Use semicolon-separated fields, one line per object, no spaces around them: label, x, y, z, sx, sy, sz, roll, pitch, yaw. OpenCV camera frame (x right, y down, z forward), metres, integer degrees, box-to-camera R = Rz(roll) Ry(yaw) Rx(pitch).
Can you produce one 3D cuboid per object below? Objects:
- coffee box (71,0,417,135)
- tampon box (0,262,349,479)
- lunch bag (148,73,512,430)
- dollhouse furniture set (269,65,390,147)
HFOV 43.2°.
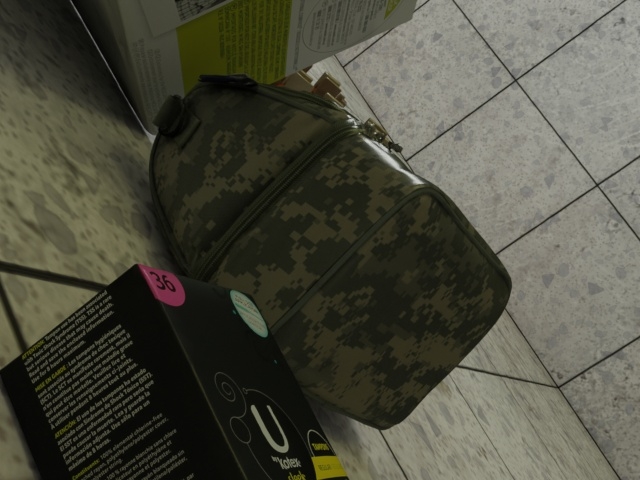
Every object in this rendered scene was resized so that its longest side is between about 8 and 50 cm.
coffee box;-0.101;-0.368;0.755;0.338;0.334;0.338;58;-15;16
tampon box;-0.066;0.111;0.423;0.161;0.101;0.120;59;13;21
lunch bag;0.000;0.000;0.747;0.256;0.212;0.305;43;3;36
dollhouse furniture set;-0.005;-0.221;1.520;0.259;0.135;0.262;38;17;-16
